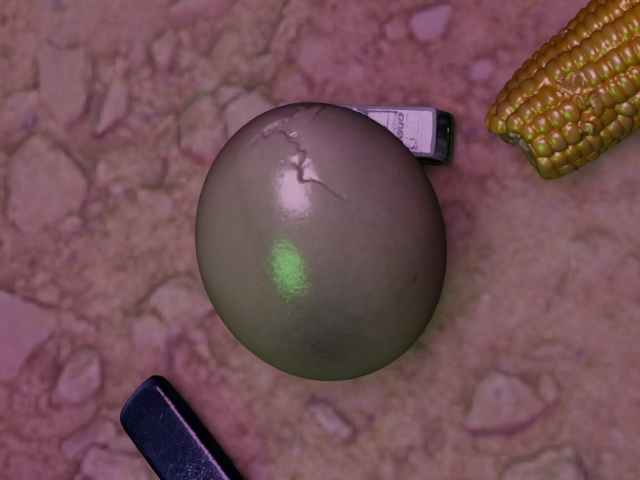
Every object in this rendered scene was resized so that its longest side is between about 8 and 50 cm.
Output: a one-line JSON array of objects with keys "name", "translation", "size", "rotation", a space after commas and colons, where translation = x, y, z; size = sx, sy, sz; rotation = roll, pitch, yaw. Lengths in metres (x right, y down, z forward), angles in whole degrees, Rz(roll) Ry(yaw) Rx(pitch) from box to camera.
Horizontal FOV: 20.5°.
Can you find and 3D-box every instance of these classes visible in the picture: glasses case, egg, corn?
[{"name": "glasses case", "translation": [-0.066, 0.107, 0.880], "size": [0.033, 0.023, 0.083], "rotation": [-42, 74, 13]}, {"name": "egg", "translation": [0.000, 0.000, 0.808], "size": [0.114, 0.152, 0.114], "rotation": [-6, 49, 7]}, {"name": "corn", "translation": [0.166, -0.106, 0.813], "size": [0.206, 0.067, 0.067], "rotation": [-41, 76, 9]}]

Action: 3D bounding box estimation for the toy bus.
[{"name": "toy bus", "translation": [0.022, -0.052, 0.862], "size": [0.083, 0.037, 0.031], "rotation": [3, 86, 15]}]
